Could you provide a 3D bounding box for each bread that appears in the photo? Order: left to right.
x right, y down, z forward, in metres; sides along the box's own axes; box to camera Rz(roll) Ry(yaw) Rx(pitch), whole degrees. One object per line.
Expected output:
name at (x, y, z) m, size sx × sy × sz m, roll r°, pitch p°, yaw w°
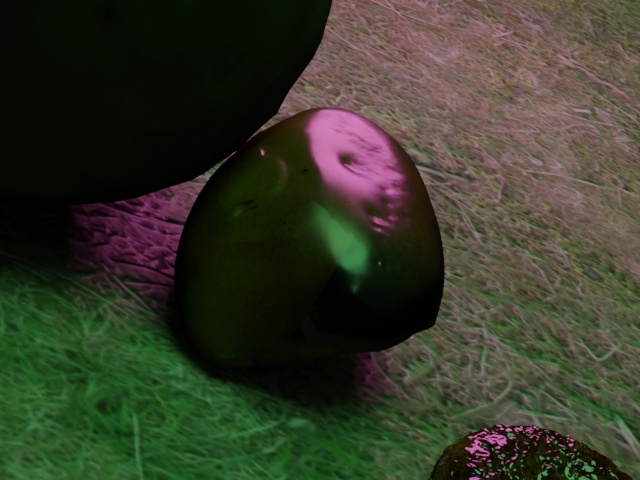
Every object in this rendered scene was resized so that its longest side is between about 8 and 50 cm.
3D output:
bread at (0.165, 0.197, 1.364) m, size 0.193 × 0.064 × 0.193 m, roll 21°, pitch 28°, yaw -12°

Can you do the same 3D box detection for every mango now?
mango at (0.000, 0.000, 1.479) m, size 0.201 × 0.152 × 0.287 m, roll 31°, pitch 24°, yaw -13°

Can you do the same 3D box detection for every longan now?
longan at (-0.183, -0.227, 1.456) m, size 0.404 × 0.404 × 0.436 m, roll 20°, pitch 20°, yaw -17°
